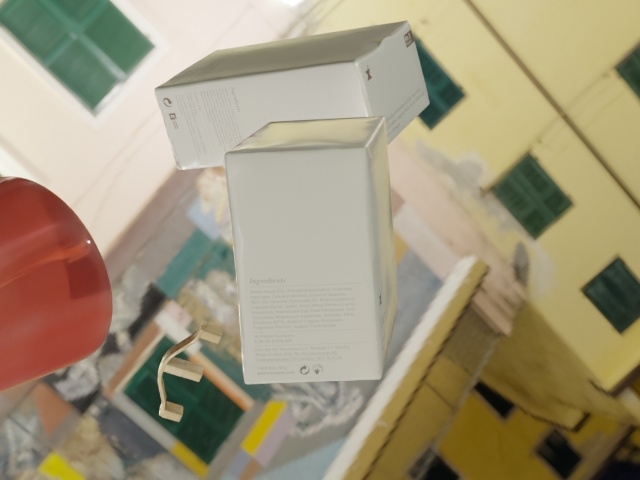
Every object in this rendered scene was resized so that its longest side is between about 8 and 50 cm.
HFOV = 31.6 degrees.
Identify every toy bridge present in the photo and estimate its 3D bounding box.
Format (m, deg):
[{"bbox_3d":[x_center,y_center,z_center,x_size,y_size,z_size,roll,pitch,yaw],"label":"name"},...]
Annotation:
[{"bbox_3d":[-0.209,0.192,1.703,0.026,0.063,0.188,-94,-153,-57],"label":"toy bridge"}]

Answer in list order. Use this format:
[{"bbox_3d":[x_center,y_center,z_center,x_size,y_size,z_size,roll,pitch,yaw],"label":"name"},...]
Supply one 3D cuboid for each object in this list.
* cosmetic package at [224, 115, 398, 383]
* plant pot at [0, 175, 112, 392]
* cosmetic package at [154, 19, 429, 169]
[{"bbox_3d":[0.000,0.000,1.133,0.138,0.224,0.224,-4,-167,9],"label":"cosmetic package"},{"bbox_3d":[-0.440,0.084,1.403,0.275,0.274,0.243,-27,-175,42],"label":"plant pot"},{"bbox_3d":[-0.045,-0.234,1.830,0.385,0.156,0.217,-1,-154,31],"label":"cosmetic package"}]
